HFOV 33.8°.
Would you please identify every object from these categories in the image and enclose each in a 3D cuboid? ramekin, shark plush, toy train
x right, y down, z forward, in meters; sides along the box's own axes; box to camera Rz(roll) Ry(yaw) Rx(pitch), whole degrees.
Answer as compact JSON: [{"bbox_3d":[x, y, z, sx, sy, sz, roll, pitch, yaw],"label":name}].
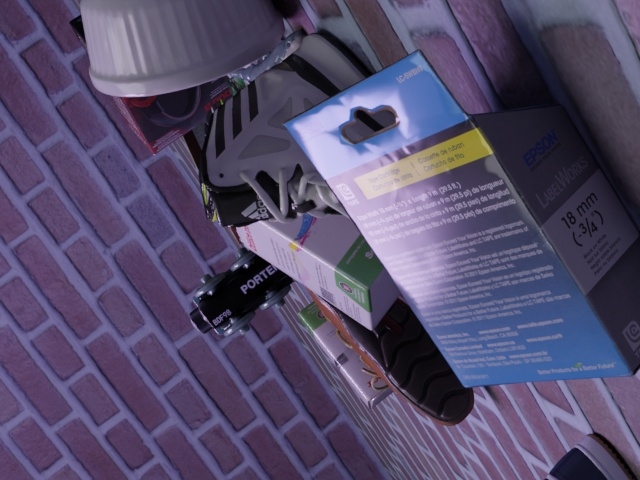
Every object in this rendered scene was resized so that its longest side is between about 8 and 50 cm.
[{"bbox_3d":[-0.194,-0.304,1.404,0.273,0.272,0.127,39,150,56],"label":"ramekin"},{"bbox_3d":[-0.068,-0.249,1.474,0.161,0.073,0.067,4,120,56],"label":"shark plush"},{"bbox_3d":[-0.114,0.068,2.109,0.142,0.334,0.190,52,-175,-1],"label":"toy train"}]

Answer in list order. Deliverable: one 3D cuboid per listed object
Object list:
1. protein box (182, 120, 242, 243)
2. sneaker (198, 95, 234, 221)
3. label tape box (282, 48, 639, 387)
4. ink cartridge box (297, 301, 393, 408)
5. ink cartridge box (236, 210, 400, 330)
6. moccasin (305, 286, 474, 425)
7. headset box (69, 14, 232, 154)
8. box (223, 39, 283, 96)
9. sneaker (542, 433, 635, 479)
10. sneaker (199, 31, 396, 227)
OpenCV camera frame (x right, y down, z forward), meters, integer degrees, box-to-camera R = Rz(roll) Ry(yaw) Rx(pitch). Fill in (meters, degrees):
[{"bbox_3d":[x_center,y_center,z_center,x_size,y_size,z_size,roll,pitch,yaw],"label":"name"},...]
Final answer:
[{"bbox_3d":[-0.158,-0.146,1.990,0.201,0.136,0.200,62,178,44],"label":"protein box"},{"bbox_3d":[-0.128,-0.144,1.759,0.300,0.121,0.111,116,137,-59],"label":"sneaker"},{"bbox_3d":[0.146,-0.026,0.982,0.334,0.106,0.240,56,149,-10],"label":"label tape box"},{"bbox_3d":[0.088,0.182,1.978,0.219,0.160,0.092,51,171,19],"label":"ink cartridge box"},{"bbox_3d":[0.000,0.000,1.704,0.278,0.117,0.201,33,164,17],"label":"ink cartridge box"},{"bbox_3d":[0.119,0.182,1.851,0.380,0.139,0.147,37,166,25],"label":"moccasin"},{"bbox_3d":[-0.264,-0.305,1.817,0.110,0.218,0.293,47,167,36],"label":"headset box"},{"bbox_3d":[-0.091,-0.242,1.692,0.232,0.058,0.322,46,166,39],"label":"box"},{"bbox_3d":[0.385,0.412,1.390,0.282,0.153,0.099,54,171,2],"label":"sneaker"},{"bbox_3d":[0.021,-0.045,1.251,0.447,0.257,0.169,47,167,35],"label":"sneaker"}]
